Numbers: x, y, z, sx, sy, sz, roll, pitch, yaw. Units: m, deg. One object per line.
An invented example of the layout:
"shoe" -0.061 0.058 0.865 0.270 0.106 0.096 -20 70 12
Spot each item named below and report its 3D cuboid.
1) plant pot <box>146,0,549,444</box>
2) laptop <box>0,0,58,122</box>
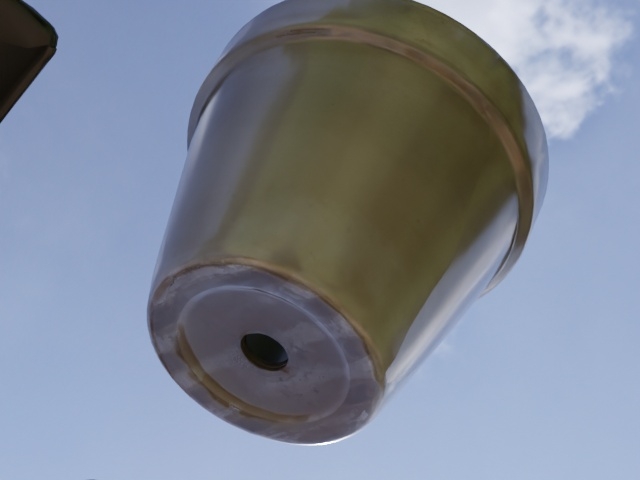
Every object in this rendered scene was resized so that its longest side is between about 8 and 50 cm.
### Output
"plant pot" 0.000 0.000 0.852 0.323 0.323 0.280 38 -136 -8
"laptop" -0.408 -0.124 0.684 0.236 0.408 0.382 34 -76 -36
